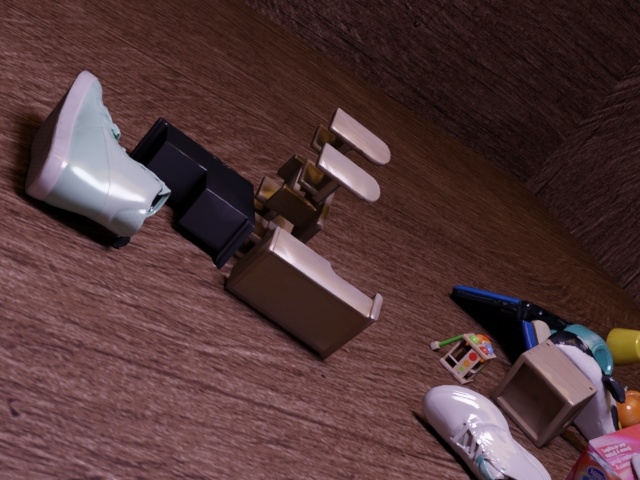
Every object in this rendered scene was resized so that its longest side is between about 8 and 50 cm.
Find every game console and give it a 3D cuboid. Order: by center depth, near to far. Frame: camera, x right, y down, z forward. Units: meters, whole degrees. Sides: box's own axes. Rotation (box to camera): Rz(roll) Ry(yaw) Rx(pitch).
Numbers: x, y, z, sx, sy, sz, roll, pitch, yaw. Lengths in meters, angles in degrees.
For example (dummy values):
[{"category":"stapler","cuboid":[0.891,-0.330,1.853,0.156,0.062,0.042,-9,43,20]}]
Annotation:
[{"category":"game console","cuboid":[0.385,0.214,2.449,0.250,0.173,0.293,13,-8,40]}]

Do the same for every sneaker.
[{"category":"sneaker","cuboid":[-0.245,-0.091,1.531,0.151,0.094,0.256,30,27,-20]},{"category":"sneaker","cuboid":[0.213,0.274,1.724,0.212,0.080,0.094,42,26,-2]}]

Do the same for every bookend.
[{"category":"bookend","cuboid":[-0.165,-0.063,1.713,0.156,0.072,0.157,36,16,-18]}]

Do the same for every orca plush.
[{"category":"orca plush","cuboid":[0.449,0.240,2.164,0.287,0.151,0.102,47,48,-13]}]

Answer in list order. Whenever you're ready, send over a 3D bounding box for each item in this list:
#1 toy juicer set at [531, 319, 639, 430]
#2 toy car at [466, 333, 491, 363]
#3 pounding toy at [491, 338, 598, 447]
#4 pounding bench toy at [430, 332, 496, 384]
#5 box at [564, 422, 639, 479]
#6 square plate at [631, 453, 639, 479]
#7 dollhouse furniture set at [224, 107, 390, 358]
[{"category":"toy juicer set","cuboid":[0.446,0.247,2.306,0.329,0.209,0.089,7,-9,-43]},{"category":"toy car","cuboid":[0.290,0.195,2.220,0.122,0.040,0.060,38,14,-13]},{"category":"pounding toy","cuboid":[0.339,0.233,2.079,0.100,0.141,0.130,-21,60,-42]},{"category":"pounding bench toy","cuboid":[0.217,0.167,2.056,0.083,0.065,0.052,46,15,17]},{"category":"box","cuboid":[0.478,0.337,1.907,0.257,0.128,0.122,-10,46,-35]},{"category":"square plate","cuboid":[0.604,0.368,1.690,0.344,0.049,0.347,1,31,-6]},{"category":"dollhouse furniture set","cuboid":[0.000,0.000,1.707,0.161,0.212,0.242,36,41,-16]}]
